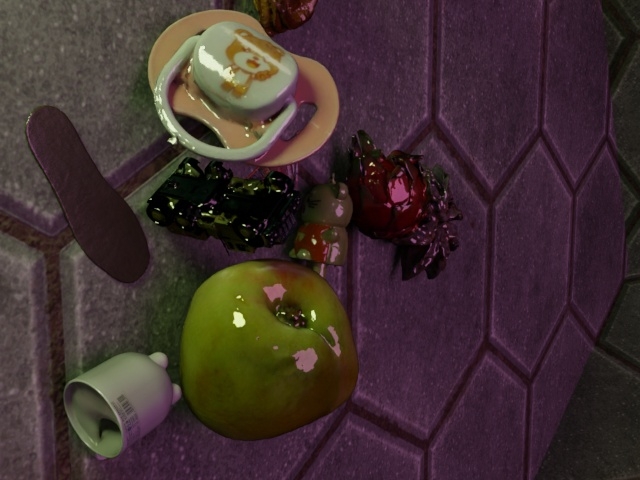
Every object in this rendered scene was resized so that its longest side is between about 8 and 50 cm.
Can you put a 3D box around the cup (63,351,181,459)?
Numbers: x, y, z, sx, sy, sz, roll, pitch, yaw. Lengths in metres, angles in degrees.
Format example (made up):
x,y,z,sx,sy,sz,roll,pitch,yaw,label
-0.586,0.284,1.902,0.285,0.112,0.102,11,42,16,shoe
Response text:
x,y,z,sx,sy,sz,roll,pitch,yaw,label
-0.299,0.263,1.182,0.142,0.134,0.173,-31,118,-49,cup

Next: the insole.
x,y,z,sx,sy,sz,roll,pitch,yaw,label
-0.356,-0.061,1.163,0.111,0.007,0.327,-52,133,-37,insole

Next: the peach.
x,y,z,sx,sy,sz,roll,pitch,yaw,label
-0.101,0.195,1.289,0.314,0.315,0.281,55,39,3,peach

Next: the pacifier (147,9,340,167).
x,y,z,sx,sy,sz,roll,pitch,yaw,label
-0.128,-0.244,1.249,0.220,0.332,0.273,-56,173,13,pacifier

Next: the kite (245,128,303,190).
x,y,z,sx,sy,sz,roll,pitch,yaw,label
-0.088,-0.138,1.504,0.241,0.014,0.183,-42,126,-40,kite

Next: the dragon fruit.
x,y,z,sx,sy,sz,roll,pitch,yaw,label
0.136,-0.112,1.664,0.193,0.192,0.274,-51,121,-25,dragon fruit

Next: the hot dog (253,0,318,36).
x,y,z,sx,sy,sz,roll,pitch,yaw,label
-0.077,-0.514,1.378,0.175,0.114,0.259,-43,128,-42,hot dog

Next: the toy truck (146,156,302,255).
x,y,z,sx,sy,sz,roll,pitch,yaw,label
-0.153,-0.044,1.229,0.127,0.257,0.127,-57,139,-33,toy truck

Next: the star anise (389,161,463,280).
x,y,z,sx,sy,sz,roll,pitch,yaw,label
0.275,-0.046,1.918,0.332,0.118,0.331,-1,91,-51,star anise

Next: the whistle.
x,y,z,sx,sy,sz,roll,pitch,yaw,label
0.000,0.000,1.560,0.106,0.131,0.288,13,87,-23,whistle
